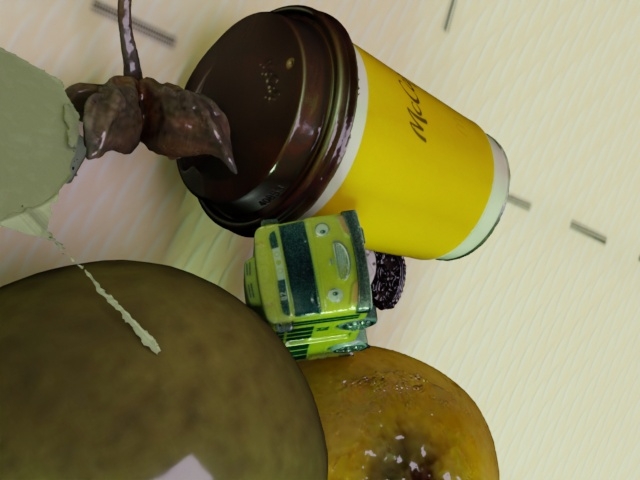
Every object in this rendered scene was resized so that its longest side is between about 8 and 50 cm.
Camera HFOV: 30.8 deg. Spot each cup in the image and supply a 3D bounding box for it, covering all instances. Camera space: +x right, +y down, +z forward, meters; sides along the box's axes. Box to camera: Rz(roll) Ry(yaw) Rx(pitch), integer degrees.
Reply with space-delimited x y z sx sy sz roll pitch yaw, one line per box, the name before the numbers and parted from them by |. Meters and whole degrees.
cup | 0.027 -0.076 1.004 0.279 0.196 0.196 18 86 -38

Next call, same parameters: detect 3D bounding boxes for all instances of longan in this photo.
longan | -0.153 0.161 0.825 0.319 0.319 0.319 -11 106 -42

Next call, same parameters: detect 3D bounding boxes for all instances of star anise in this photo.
star anise | -0.117 -0.180 0.900 0.218 0.148 0.227 -61 160 -73

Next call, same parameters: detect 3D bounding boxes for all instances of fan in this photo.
fan | -0.205 -0.030 0.770 0.182 0.310 0.010 -29 155 -36

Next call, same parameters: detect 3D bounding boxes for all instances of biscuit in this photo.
biscuit | 0.051 0.036 1.177 0.089 0.027 0.087 -34 119 -34

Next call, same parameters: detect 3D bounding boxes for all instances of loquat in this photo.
loquat | 0.034 0.219 1.047 0.263 0.263 0.263 -11 106 -42

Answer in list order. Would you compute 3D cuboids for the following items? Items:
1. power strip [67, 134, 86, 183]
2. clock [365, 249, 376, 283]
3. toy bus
power strip | -0.219 -0.081 0.905 0.090 0.016 0.040 40 71 -40
clock | 0.000 0.000 1.106 0.087 0.041 0.129 -28 105 -24
toy bus | -0.010 0.043 0.931 0.101 0.175 0.088 -7 73 -6
